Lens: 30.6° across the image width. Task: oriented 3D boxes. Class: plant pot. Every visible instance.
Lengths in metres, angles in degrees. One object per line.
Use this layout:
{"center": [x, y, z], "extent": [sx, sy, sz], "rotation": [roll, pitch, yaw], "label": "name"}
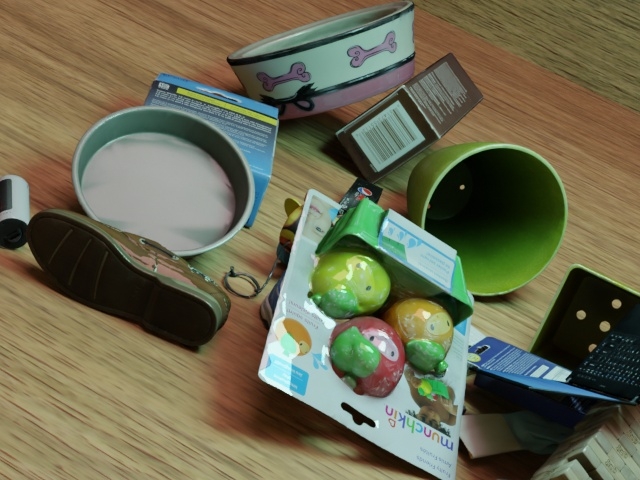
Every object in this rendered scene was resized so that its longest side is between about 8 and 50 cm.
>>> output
{"center": [0.467, 0.159, 1.919], "extent": [0.212, 0.212, 0.187], "rotation": [26, 14, 9], "label": "plant pot"}
{"center": [0.272, -0.073, 2.174], "extent": [0.275, 0.274, 0.293], "rotation": [13, 12, -17], "label": "plant pot"}

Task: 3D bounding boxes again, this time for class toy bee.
{"center": [0.000, 0.000, 1.898], "extent": [0.195, 0.162, 0.298], "rotation": [29, 26, 10], "label": "toy bee"}

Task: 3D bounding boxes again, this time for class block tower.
{"center": [0.403, 0.280, 1.605], "extent": [0.091, 0.097, 0.335], "rotation": [53, 47, 1], "label": "block tower"}

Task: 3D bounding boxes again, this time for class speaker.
{"center": [-0.461, -0.043, 1.744], "extent": [0.055, 0.055, 0.136], "rotation": [11, 28, -21], "label": "speaker"}

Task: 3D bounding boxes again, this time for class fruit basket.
{"center": [0.088, 0.122, 1.638], "extent": [0.327, 0.165, 0.353], "rotation": [32, 39, -18], "label": "fruit basket"}

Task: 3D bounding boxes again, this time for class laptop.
{"center": [0.378, 0.146, 1.640], "extent": [0.136, 0.264, 0.234], "rotation": [47, -8, -9], "label": "laptop"}

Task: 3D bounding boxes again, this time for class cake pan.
{"center": [-0.252, -0.086, 1.867], "extent": [0.293, 0.054, 0.293], "rotation": [9, 54, -13], "label": "cake pan"}

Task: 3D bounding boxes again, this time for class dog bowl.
{"center": [0.018, -0.374, 2.455], "extent": [0.408, 0.150, 0.408], "rotation": [-15, 16, 4], "label": "dog bowl"}

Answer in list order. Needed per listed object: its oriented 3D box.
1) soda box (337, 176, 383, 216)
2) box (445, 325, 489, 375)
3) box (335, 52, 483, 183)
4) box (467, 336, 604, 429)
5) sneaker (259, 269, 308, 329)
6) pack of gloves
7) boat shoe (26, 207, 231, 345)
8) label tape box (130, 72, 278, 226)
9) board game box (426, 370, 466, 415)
{"center": [0.067, -0.060, 2.188], "extent": [0.060, 0.053, 0.169], "rotation": [25, 26, 5], "label": "soda box"}
{"center": [0.184, 0.142, 1.906], "extent": [0.114, 0.036, 0.207], "rotation": [-9, 39, -47], "label": "box"}
{"center": [0.199, -0.269, 2.499], "extent": [0.143, 0.191, 0.381], "rotation": [55, 27, -2], "label": "box"}
{"center": [0.328, 0.217, 1.781], "extent": [0.225, 0.036, 0.136], "rotation": [24, 22, 24], "label": "box"}
{"center": [-0.034, 0.123, 1.721], "extent": [0.080, 0.081, 0.211], "rotation": [8, 30, -30], "label": "sneaker"}
{"center": [0.315, 0.325, 1.668], "extent": [0.232, 0.046, 0.195], "rotation": [-1, 38, -26], "label": "pack of gloves"}
{"center": [-0.273, 0.047, 1.673], "extent": [0.307, 0.110, 0.104], "rotation": [32, 22, 0], "label": "boat shoe"}
{"center": [-0.214, -0.177, 2.134], "extent": [0.249, 0.115, 0.347], "rotation": [17, 24, -8], "label": "label tape box"}
{"center": [0.159, 0.227, 1.739], "extent": [0.090, 0.020, 0.090], "rotation": [8, 29, -28], "label": "board game box"}
